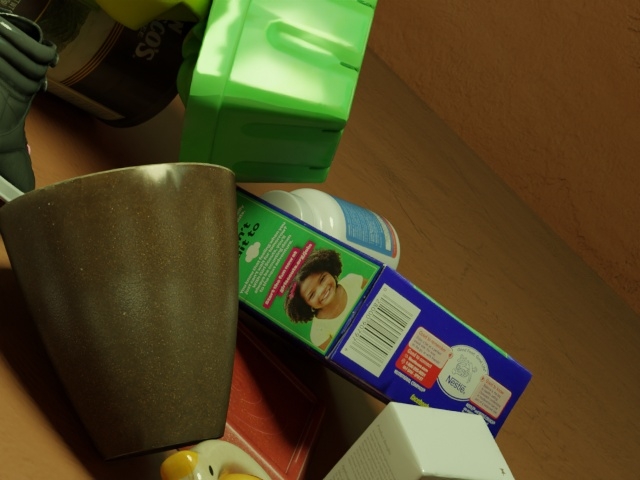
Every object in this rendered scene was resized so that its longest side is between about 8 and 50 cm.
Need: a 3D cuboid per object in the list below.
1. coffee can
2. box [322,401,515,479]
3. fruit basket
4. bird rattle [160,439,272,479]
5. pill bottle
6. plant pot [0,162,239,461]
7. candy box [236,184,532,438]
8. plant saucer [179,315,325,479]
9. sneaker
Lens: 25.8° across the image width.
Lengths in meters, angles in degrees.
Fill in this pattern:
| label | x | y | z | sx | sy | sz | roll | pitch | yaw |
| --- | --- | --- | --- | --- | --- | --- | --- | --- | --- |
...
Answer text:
| label | x | y | z | sx | sy | sz | roll | pitch | yaw |
| --- | --- | --- | --- | --- | --- | --- | --- | --- | --- |
| coffee can | -0.298 | -0.272 | 1.609 | 0.275 | 0.201 | 0.201 | 27 | 28 | -46 |
| box | 0.086 | 0.256 | 1.408 | 0.130 | 0.170 | 0.091 | 14 | 36 | -37 |
| fruit basket | -0.123 | -0.271 | 1.519 | 0.392 | 0.392 | 0.283 | 52 | -20 | 12 |
| bird rattle | -0.045 | 0.258 | 1.167 | 0.253 | 0.143 | 0.207 | 7 | 54 | -60 |
| pill bottle | 0.000 | 0.000 | 1.836 | 0.221 | 0.124 | 0.124 | 21 | 33 | -55 |
| plant pot | -0.161 | 0.072 | 1.238 | 0.215 | 0.215 | 0.230 | 7 | 69 | -62 |
| candy box | 0.033 | 0.085 | 1.540 | 0.268 | 0.122 | 0.317 | 37 | -7 | -38 |
| plant saucer | -0.095 | 0.153 | 1.449 | 0.259 | 0.048 | 0.258 | 46 | 19 | -6 |
| sneaker | -0.291 | -0.124 | 1.297 | 0.105 | 0.147 | 0.296 | 33 | -7 | 9 |
